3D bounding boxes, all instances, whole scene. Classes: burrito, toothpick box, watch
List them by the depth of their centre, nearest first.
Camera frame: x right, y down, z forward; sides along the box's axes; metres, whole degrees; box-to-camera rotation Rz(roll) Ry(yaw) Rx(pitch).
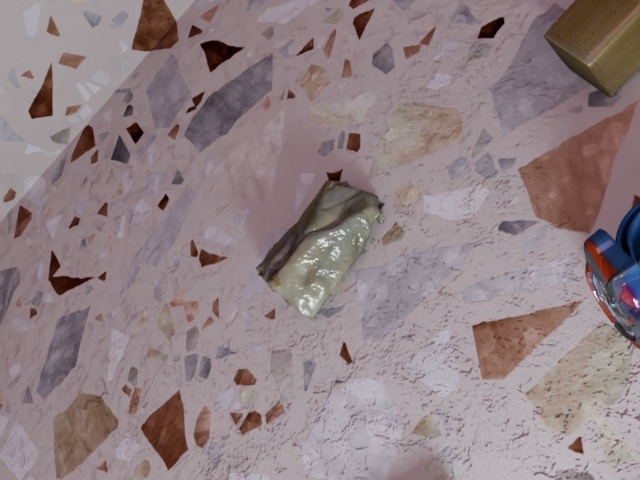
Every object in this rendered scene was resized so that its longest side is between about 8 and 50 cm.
[{"bbox_3d":[0.624,0.066,1.301,0.274,0.241,0.305,-35,51,0],"label":"watch"},{"bbox_3d":[0.628,-0.469,1.574,0.308,0.187,0.190,-47,50,13],"label":"toothpick box"},{"bbox_3d":[-0.003,-0.002,1.845,0.332,0.135,0.190,-55,42,-3],"label":"burrito"}]
